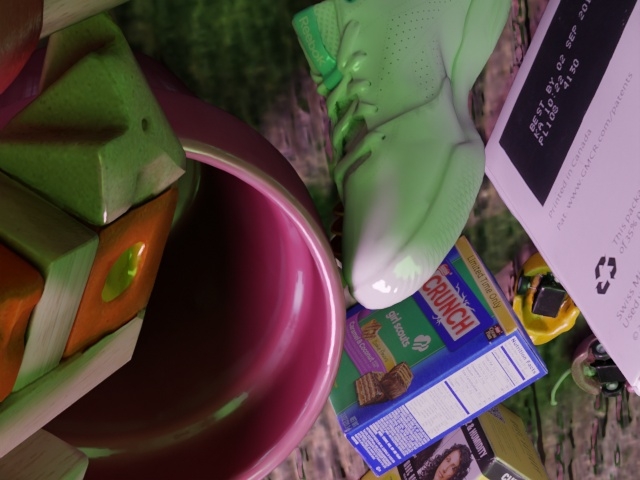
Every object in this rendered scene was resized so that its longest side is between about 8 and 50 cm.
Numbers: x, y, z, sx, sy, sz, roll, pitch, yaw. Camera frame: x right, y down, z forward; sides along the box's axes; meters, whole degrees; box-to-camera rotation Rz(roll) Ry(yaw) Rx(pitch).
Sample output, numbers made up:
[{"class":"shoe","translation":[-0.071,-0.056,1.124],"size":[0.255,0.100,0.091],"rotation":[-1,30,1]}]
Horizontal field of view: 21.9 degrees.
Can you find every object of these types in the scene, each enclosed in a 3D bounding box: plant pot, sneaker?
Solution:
[{"class":"plant pot","translation":[-0.102,0.001,0.762],"size":[0.201,0.180,0.201],"rotation":[-6,122,-10]},{"class":"sneaker","translation":[0.024,-0.068,0.754],"size":[0.094,0.212,0.080],"rotation":[31,140,-23]}]

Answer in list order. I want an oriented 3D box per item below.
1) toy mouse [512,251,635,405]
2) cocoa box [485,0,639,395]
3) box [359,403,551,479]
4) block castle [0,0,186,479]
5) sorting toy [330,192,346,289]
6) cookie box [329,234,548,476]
[{"class":"toy mouse","translation":[0.177,0.041,0.926],"size":[0.143,0.031,0.161],"rotation":[8,135,1]},{"class":"cocoa box","translation":[0.266,-0.110,0.755],"size":[0.228,0.231,0.347],"rotation":[12,117,-21]},{"class":"box","translation":[0.032,0.192,0.964],"size":[0.058,0.087,0.232],"rotation":[35,108,-26]},{"class":"block castle","translation":[-0.250,0.030,0.568],"size":[0.303,0.213,0.453],"rotation":[30,121,13]},{"class":"sorting toy","translation":[0.000,0.000,0.858],"size":[0.102,0.061,0.042],"rotation":[-32,111,-26]},{"class":"cookie box","translation":[0.055,0.060,0.888],"size":[0.107,0.092,0.040],"rotation":[-33,125,6]}]
